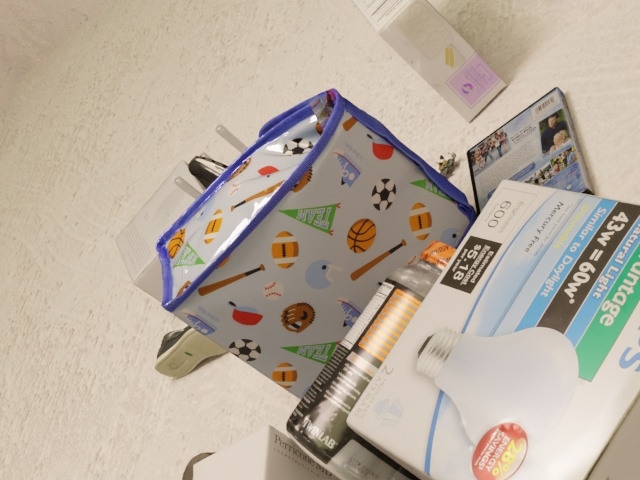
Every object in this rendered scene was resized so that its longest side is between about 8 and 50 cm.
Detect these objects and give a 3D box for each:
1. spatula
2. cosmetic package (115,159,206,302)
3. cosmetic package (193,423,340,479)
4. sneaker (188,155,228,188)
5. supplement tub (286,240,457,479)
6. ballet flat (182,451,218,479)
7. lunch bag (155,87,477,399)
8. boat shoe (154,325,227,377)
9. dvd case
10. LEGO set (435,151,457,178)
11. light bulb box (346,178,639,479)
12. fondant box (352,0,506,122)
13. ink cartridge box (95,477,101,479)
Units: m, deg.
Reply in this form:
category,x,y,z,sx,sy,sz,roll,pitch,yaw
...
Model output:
category,x,y,z,sx,sy,sz,roll,pitch,yaw
spatula,-0.150,-0.094,2.056,0.168,0.242,0.019,-50,37,2
cosmetic package,-0.278,-0.007,2.247,0.224,0.138,0.224,-48,29,5
cosmetic package,-0.063,0.443,1.388,0.155,0.197,0.365,-33,36,30
sneaker,-0.129,-0.036,1.948,0.124,0.283,0.107,-57,-7,2
supplement tub,0.116,0.170,1.435,0.316,0.193,0.193,-54,29,-4
ballet flat,-0.133,0.356,1.737,0.250,0.058,0.084,-32,56,42
lunch bag,0.000,0.000,1.657,0.385,0.328,0.239,-45,31,15
boat shoe,-0.216,0.170,2.020,0.233,0.084,0.079,-32,35,37
dvd case,0.302,-0.101,1.647,0.180,0.022,0.253,-36,33,28
LEGO set,0.197,-0.113,1.816,0.083,0.023,0.054,-34,29,53
light bulb box,0.278,0.155,1.189,0.358,0.225,0.361,-57,28,-9
fondant box,0.162,-0.366,1.917,0.096,0.238,0.330,-43,30,13
ink cartridge box,-0.425,0.511,1.961,0.180,0.060,0.104,-40,31,21
